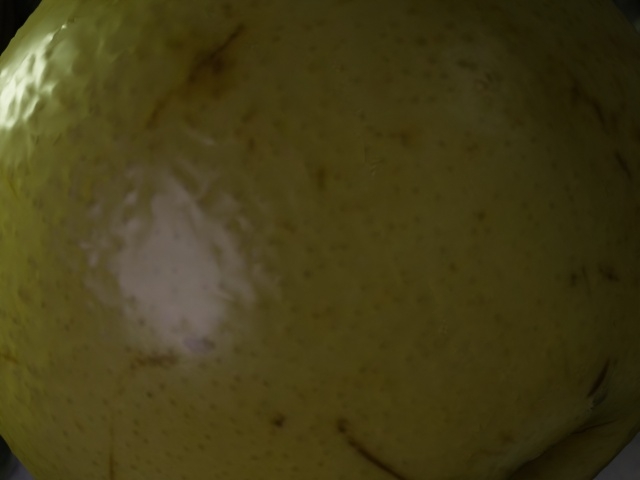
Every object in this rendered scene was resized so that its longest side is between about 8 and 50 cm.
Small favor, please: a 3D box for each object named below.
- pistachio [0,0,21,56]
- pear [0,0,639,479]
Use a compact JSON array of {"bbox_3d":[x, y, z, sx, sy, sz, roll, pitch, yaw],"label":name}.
[{"bbox_3d":[-0.336,-0.170,1.059,0.365,0.281,0.445,51,166,52],"label":"pistachio"},{"bbox_3d":[0.000,0.000,0.788,0.348,0.348,0.348,16,114,40],"label":"pear"}]
